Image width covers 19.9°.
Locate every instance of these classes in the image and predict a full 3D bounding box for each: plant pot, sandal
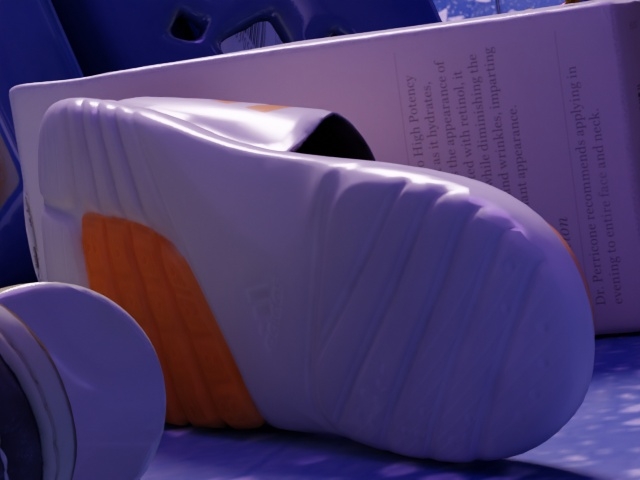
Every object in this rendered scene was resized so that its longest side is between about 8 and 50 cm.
[{"bbox_3d":[-0.103,-0.102,0.882,0.212,0.236,0.236,-21,-8,-29],"label":"plant pot"},{"bbox_3d":[0.001,0.011,0.555,0.076,0.102,0.265,-12,16,-37],"label":"sandal"}]

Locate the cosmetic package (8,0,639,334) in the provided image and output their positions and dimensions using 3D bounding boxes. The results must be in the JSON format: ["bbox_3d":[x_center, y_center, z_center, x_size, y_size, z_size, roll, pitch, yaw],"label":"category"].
[{"bbox_3d":[0.011,-0.019,0.677,0.231,0.117,0.085,-5,7,20],"label":"cosmetic package"}]

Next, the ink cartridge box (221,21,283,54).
[{"bbox_3d":[-0.220,-0.128,1.338,0.384,0.091,0.308,3,-15,13],"label":"ink cartridge box"}]

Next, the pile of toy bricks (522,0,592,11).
[{"bbox_3d":[0.089,-0.052,1.033,0.212,0.118,0.105,-24,-22,1],"label":"pile of toy bricks"}]

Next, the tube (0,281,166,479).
[{"bbox_3d":[-0.110,0.046,0.552,0.070,0.062,0.240,35,-15,-18],"label":"tube"}]

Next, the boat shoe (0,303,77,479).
[{"bbox_3d":[-0.159,0.064,0.366,0.223,0.080,0.073,-12,11,17],"label":"boat shoe"}]
